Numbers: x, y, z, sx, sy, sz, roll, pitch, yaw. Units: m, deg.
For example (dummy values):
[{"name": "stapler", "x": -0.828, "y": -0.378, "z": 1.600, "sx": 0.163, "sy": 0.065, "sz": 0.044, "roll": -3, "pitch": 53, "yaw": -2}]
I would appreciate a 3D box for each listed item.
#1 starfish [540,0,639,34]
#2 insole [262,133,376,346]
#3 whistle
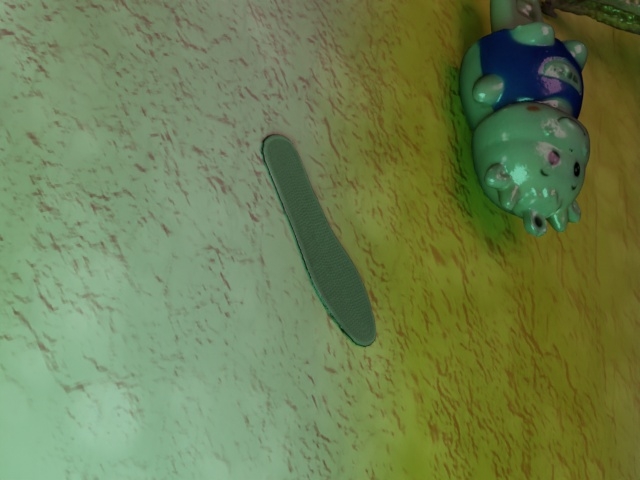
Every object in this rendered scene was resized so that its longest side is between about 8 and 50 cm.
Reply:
[{"name": "starfish", "x": 0.444, "y": -0.157, "z": 1.495, "sx": 0.132, "sy": 0.383, "sz": 0.398, "roll": -68, "pitch": 156, "yaw": -6}, {"name": "insole", "x": 0.000, "y": 0.000, "z": 1.028, "sx": 0.053, "sy": 0.002, "sz": 0.153, "roll": -22, "pitch": 89, "yaw": -55}, {"name": "whistle", "x": 0.161, "y": -0.111, "z": 1.226, "sx": 0.110, "sy": 0.092, "sz": 0.244, "roll": 21, "pitch": 55, "yaw": -32}]
